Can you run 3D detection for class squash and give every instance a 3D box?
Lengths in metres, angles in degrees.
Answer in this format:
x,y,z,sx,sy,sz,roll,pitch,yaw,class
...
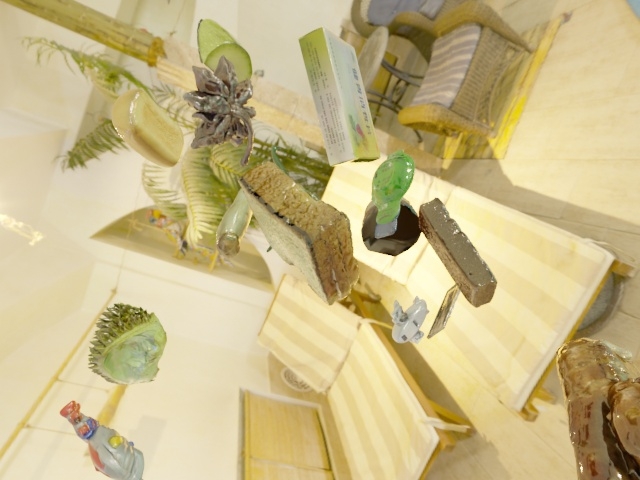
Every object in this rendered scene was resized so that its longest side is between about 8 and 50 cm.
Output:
x,y,z,sx,sy,sz,roll,pitch,yaw,class
-0.262,-0.562,1.160,0.085,0.192,0.184,-15,78,26,squash

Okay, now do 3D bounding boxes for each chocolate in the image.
x,y,z,sx,sy,sz,roll,pitch,yaw,class
0.316,-0.087,1.862,0.186,0.284,0.283,-93,27,-64,chocolate

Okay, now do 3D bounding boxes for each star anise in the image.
x,y,z,sx,sy,sz,roll,pitch,yaw,class
-0.196,-0.267,0.858,0.089,0.231,0.209,19,78,37,star anise

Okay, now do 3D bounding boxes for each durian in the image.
x,y,z,sx,sy,sz,roll,pitch,yaw,class
-0.568,0.314,1.192,0.163,0.198,0.394,-115,36,-44,durian

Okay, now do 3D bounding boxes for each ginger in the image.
x,y,z,sx,sy,sz,roll,pitch,yaw,class
0.628,0.335,0.827,0.254,0.176,0.418,-49,-1,33,ginger

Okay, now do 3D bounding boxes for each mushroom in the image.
x,y,z,sx,sy,sz,roll,pitch,yaw,class
-0.255,-0.072,1.245,0.312,0.081,0.100,-81,13,-48,mushroom

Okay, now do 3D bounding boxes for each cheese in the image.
x,y,z,sx,sy,sz,roll,pitch,yaw,class
0.235,-0.161,1.355,0.204,0.083,0.320,-17,58,53,cheese

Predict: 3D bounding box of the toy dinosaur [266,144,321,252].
x,y,z,sx,sy,sz,roll,pitch,yaw,class
-0.127,-0.148,1.224,0.087,0.301,0.447,-47,1,34,toy dinosaur

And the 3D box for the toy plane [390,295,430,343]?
x,y,z,sx,sy,sz,roll,pitch,yaw,class
0.412,0.367,1.867,0.117,0.245,0.244,8,79,60,toy plane

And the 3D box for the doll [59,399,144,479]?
x,y,z,sx,sy,sz,roll,pitch,yaw,class
-0.366,0.351,0.687,0.062,0.195,0.104,-39,-18,-48,doll

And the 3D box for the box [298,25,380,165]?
x,y,z,sx,sy,sz,roll,pitch,yaw,class
0.048,-0.292,0.859,0.175,0.062,0.260,-24,-80,-63,box

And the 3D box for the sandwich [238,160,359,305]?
x,y,z,sx,sy,sz,roll,pitch,yaw,class
-0.039,-0.006,0.852,0.273,0.095,0.249,40,157,39,sandwich

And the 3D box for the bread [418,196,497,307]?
x,y,z,sx,sy,sz,roll,pitch,yaw,class
0.506,0.039,1.510,0.165,0.113,0.416,64,-178,-56,bread

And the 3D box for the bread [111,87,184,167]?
x,y,z,sx,sy,sz,roll,pitch,yaw,class
-0.455,-0.288,1.062,0.217,0.098,0.147,58,-146,-61,bread

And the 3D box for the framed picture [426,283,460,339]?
x,y,z,sx,sy,sz,roll,pitch,yaw,class
0.574,0.307,1.834,0.281,0.019,0.209,-56,-9,-29,framed picture
